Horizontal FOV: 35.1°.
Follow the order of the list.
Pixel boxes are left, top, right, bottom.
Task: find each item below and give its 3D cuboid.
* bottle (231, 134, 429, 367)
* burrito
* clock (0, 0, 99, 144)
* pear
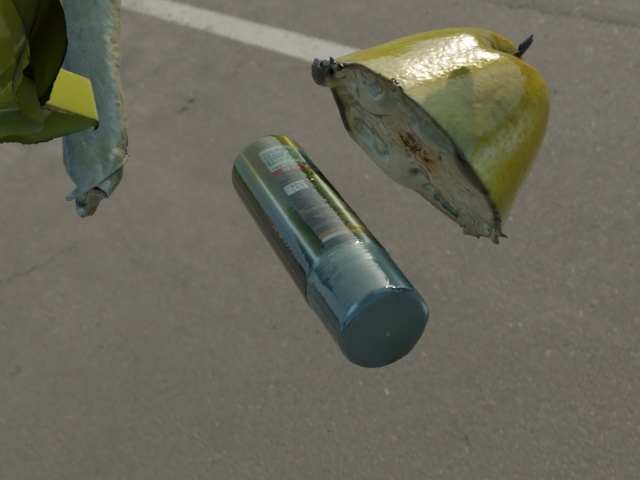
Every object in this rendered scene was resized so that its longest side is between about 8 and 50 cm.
[{"bbox_3d":[0.000,0.000,0.903,0.082,0.082,0.286,-32,38,-3],"label":"bottle"},{"bbox_3d":[-0.210,-0.158,0.917,0.082,0.059,0.275,-29,65,58],"label":"burrito"},{"bbox_3d":[-0.242,-0.092,0.390,0.277,0.293,0.071,-12,75,-3],"label":"clock"},{"bbox_3d":[0.142,-0.138,1.044,0.178,0.267,0.267,-42,40,-11],"label":"pear"}]
